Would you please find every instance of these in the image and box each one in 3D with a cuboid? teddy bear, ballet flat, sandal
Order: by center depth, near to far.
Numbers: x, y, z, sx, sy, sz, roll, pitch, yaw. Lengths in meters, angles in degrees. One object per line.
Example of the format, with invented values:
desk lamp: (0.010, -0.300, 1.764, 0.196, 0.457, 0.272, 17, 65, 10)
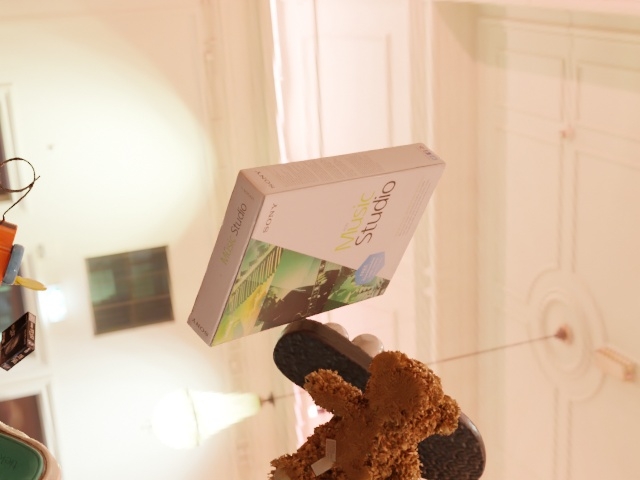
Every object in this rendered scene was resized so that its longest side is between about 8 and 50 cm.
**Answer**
teddy bear: (0.065, 0.310, 1.537, 0.245, 0.113, 0.338, 29, -77, 25)
ballet flat: (-0.610, 0.336, 1.727, 0.400, 0.139, 0.139, 25, -47, 18)
sandal: (0.124, 0.270, 1.783, 0.167, 0.445, 0.107, -46, -169, 36)

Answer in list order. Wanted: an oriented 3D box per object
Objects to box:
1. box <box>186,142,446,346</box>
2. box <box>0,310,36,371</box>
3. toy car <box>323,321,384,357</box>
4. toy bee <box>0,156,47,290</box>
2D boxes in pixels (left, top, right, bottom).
box: (0.000, 0.000, 1.271, 0.058, 0.322, 0.232, 45, -51, 31)
box: (-0.500, 0.166, 1.666, 0.018, 0.067, 0.083, 42, 20, -36)
toy car: (0.039, 0.268, 2.077, 0.182, 0.136, 0.159, 17, -67, 20)
toy bee: (-0.553, 0.029, 1.736, 0.195, 0.298, 0.162, 39, -16, -12)
